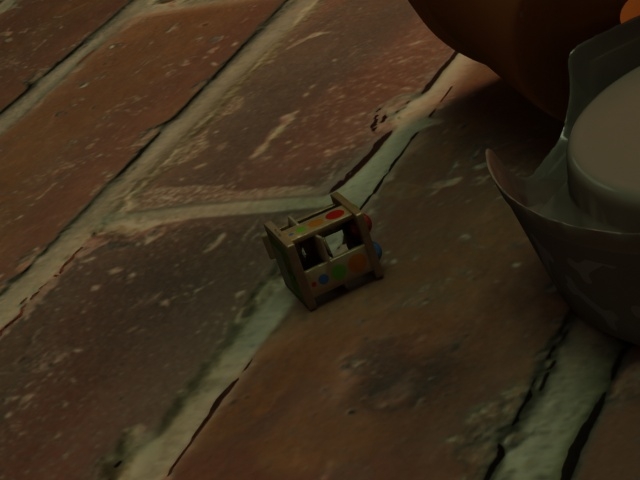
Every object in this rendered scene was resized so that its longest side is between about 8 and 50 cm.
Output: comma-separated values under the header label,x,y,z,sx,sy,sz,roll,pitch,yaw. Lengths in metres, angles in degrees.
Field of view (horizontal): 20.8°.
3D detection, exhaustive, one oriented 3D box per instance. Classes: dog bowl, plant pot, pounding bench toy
label,x,y,z,sx,sy,sz,roll,pitch,yaw
dog bowl,0.281,-0.053,1.066,0.349,0.102,0.348,-17,25,8
plant pot,0.204,-0.219,1.282,0.291,0.291,0.203,-20,41,0
pounding bench toy,0.000,0.000,1.217,0.065,0.052,0.083,-25,25,-11
